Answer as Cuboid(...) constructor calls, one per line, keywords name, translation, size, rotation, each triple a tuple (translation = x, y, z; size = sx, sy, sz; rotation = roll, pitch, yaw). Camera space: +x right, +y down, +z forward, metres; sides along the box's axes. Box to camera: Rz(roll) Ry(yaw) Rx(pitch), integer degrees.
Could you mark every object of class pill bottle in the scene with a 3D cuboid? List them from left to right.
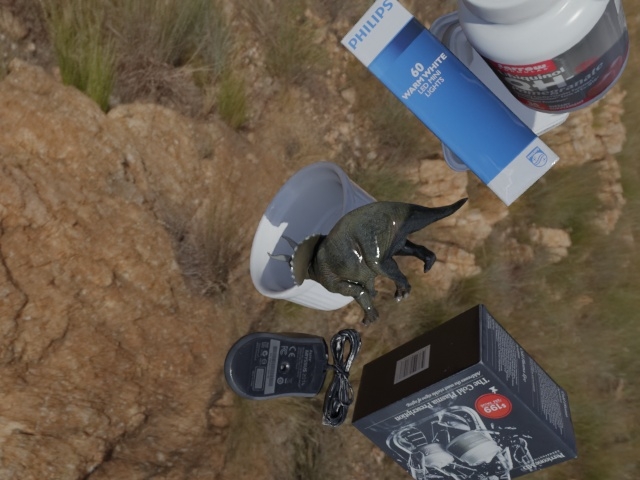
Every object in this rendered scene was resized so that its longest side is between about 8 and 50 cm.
Cuboid(name="pill bottle", translation=(0.279, -0.287, 0.727), size=(0.318, 0.176, 0.176), rotation=(11, 70, -57))

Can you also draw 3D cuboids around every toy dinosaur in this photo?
Cuboid(name="toy dinosaur", translation=(0.067, 0.017, 0.849), size=(0.160, 0.313, 0.121), rotation=(48, 32, -14))

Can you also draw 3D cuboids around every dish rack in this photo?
Cuboid(name="dish rack", translation=(0.351, -0.298, 1.059), size=(0.332, 0.072, 0.286), rotation=(-26, 116, -24))

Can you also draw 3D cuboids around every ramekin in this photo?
Cuboid(name="ramekin", translation=(0.000, 0.000, 1.107), size=(0.135, 0.277, 0.277), rotation=(28, 61, -33))

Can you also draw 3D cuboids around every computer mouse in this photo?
Cuboid(name="computer mouse", translation=(-0.060, 0.237, 1.063), size=(0.272, 0.072, 0.189), rotation=(15, 83, -30))

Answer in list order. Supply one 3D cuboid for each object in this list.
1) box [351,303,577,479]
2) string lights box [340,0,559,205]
Cuboid(name="box", translation=(0.303, 0.360, 1.243), size=(0.312, 0.343, 0.179), rotation=(43, 33, -16))
Cuboid(name="string lights box", translation=(0.152, -0.164, 0.680), size=(0.260, 0.077, 0.133), rotation=(45, 17, 4))
